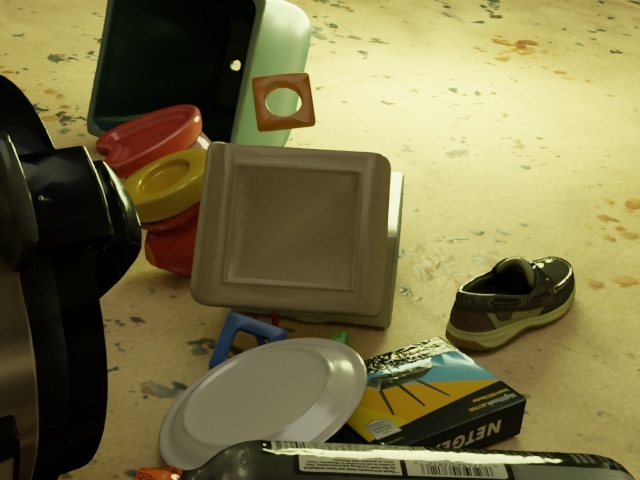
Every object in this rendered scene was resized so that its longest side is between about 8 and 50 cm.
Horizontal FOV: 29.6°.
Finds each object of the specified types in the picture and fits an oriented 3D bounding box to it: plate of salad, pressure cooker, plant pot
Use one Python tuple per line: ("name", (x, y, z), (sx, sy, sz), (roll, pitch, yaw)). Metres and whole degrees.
("plate of salad", (-0.050, 0.156, 1.097), (0.200, 0.048, 0.200), (-17, 26, 8))
("pressure cooker", (-0.348, 0.049, 0.949), (0.420, 0.375, 0.370), (-14, 29, -31))
("plant pot", (-0.142, -0.246, 1.731), (0.247, 0.247, 0.252), (18, 14, 25))

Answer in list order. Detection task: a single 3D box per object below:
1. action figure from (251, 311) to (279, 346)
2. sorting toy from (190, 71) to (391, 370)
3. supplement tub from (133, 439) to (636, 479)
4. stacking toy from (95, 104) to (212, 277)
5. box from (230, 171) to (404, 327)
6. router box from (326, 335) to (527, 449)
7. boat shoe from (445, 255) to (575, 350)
("action figure", (-0.049, 0.119, 1.243), (0.038, 0.030, 0.115), (-5, 33, -8))
("sorting toy", (-0.028, -0.011, 1.258), (0.196, 0.047, 0.347), (5, 69, -1))
("supplement tub", (0.040, 0.241, 0.816), (0.338, 0.207, 0.207), (2, 27, -3))
("stacking toy", (-0.237, -0.030, 1.478), (0.279, 0.130, 0.309), (-23, 25, 4))
("box", (0.000, 0.000, 1.384), (0.181, 0.119, 0.182), (6, 26, 3))
("router box", (0.087, 0.160, 1.162), (0.179, 0.046, 0.133), (-14, 33, -34))
("boat shoe", (0.223, 0.055, 1.362), (0.080, 0.073, 0.223), (25, 34, 35))
